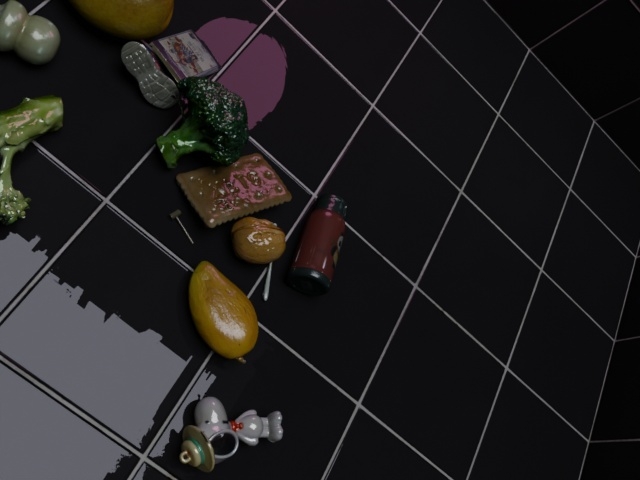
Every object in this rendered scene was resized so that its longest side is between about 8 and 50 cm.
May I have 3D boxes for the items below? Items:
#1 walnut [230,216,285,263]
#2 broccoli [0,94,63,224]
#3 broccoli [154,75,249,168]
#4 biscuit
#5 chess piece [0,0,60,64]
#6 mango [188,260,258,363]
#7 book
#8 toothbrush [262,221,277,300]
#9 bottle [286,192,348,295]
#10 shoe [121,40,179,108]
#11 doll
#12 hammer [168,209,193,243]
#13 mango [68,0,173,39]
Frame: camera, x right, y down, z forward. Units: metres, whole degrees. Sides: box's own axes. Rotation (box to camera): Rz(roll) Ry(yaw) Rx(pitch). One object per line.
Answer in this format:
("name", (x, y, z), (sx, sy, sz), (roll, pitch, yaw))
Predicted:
("walnut", (-0.187, 0.003, 2.027), (0.180, 0.144, 0.144), (4, 72, -37))
("broccoli", (-0.841, -0.287, 1.653), (0.397, 0.274, 0.353), (-65, 155, -24))
("broccoli", (-0.353, -0.343, 1.977), (0.297, 0.297, 0.298), (-31, 92, -13))
("biscuit", (-0.263, -0.163, 2.053), (0.324, 0.044, 0.217), (-20, 66, -36))
("chess piece", (-0.864, -0.589, 1.781), (0.330, 0.182, 0.183), (24, 62, -30))
("mango", (-0.281, 0.206, 1.910), (0.176, 0.119, 0.317), (-27, 85, -29))
("book", (-0.419, -0.582, 2.103), (0.157, 0.026, 0.231), (52, 35, -7))
("toothbrush", (-0.164, 0.063, 2.094), (0.026, 0.022, 0.263), (13, 67, -16))
("bottle", (0.000, 0.000, 2.148), (0.143, 0.144, 0.336), (29, 60, -22))
("shoe", (-0.523, -0.507, 2.026), (0.099, 0.125, 0.228), (-34, 122, -2))
("doll", (-0.236, 0.534, 1.810), (0.271, 0.144, 0.208), (23, 53, -20))
("hammer", (-0.408, -0.037, 1.975), (0.035, 0.019, 0.110), (-35, 100, -36))
("mango", (-0.640, -0.776, 1.963), (0.444, 0.220, 0.302), (28, 66, -11))
